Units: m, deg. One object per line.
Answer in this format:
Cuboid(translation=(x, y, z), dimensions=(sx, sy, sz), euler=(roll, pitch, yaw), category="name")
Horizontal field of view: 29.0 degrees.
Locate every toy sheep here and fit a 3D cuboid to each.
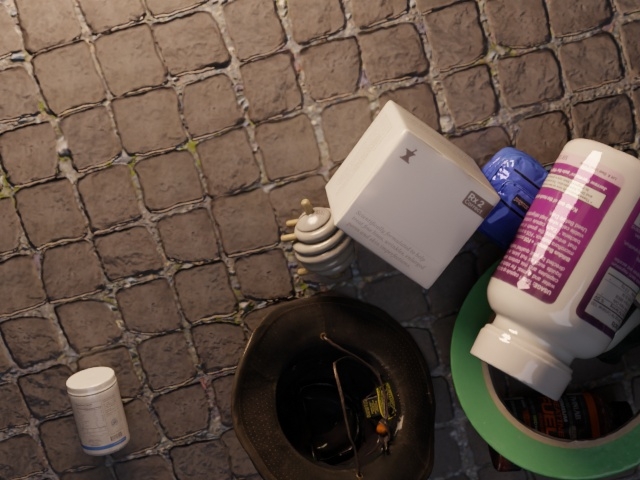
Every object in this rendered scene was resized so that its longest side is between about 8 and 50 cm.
Cuboid(translation=(0.000, 0.000, 1.648), dimensions=(0.091, 0.091, 0.132), euler=(-24, 126, 5), category="toy sheep")

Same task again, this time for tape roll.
Cuboid(translation=(0.336, 0.155, 1.645), dimensions=(0.321, 0.077, 0.321), euler=(-2, 82, 11), category="tape roll")

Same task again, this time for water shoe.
Cuboid(translation=(0.456, 0.091, 1.720), dimensions=(0.203, 0.073, 0.080), euler=(-37, 135, 6), category="water shoe")

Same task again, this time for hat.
Cuboid(translation=(-0.003, 0.232, 1.672), dimensions=(0.331, 0.331, 0.134), euler=(43, 142, -15), category="hat")

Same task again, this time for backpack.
Cuboid(translation=(0.253, -0.055, 1.635), dimensions=(0.098, 0.101, 0.120), euler=(36, 97, -19), category="backpack")

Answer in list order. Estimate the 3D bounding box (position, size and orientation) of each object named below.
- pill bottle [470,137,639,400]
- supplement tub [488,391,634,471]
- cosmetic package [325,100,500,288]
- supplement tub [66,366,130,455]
Cuboid(translation=(0.312, 0.040, 1.539), dimensions=(0.169, 0.169, 0.301), euler=(30, 89, -12), category="pill bottle")
Cuboid(translation=(0.338, 0.267, 1.741), dimensions=(0.198, 0.106, 0.106), euler=(-5, 108, -2), category="supplement tub")
Cuboid(translation=(0.113, -0.062, 1.580), dimensions=(0.151, 0.184, 0.151), euler=(34, 103, -12), category="cosmetic package")
Cuboid(translation=(-0.308, 0.238, 1.716), dimensions=(0.071, 0.071, 0.107), euler=(-10, 107, 0), category="supplement tub")
